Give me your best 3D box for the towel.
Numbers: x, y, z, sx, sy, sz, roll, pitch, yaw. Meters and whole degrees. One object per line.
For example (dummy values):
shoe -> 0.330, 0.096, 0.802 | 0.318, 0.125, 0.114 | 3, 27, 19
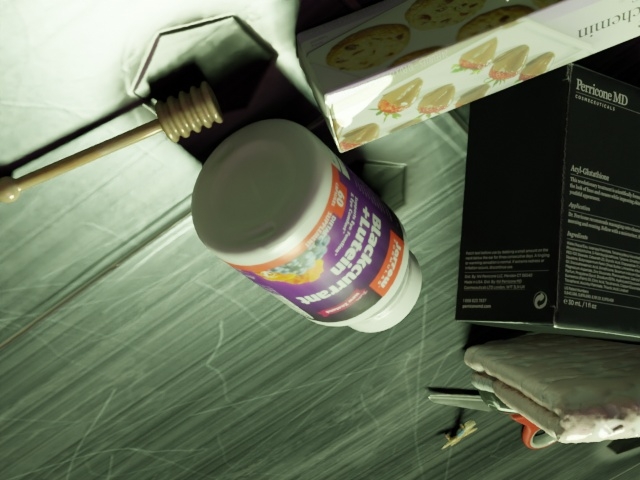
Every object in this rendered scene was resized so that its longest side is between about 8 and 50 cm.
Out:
towel -> 0.326, 0.115, 1.017 | 0.332, 0.053, 0.317 | -9, -177, -7

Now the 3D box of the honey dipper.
honey dipper -> -0.143, -0.062, 0.733 | 0.161, 0.030, 0.030 | -21, 145, 5

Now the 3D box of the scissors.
scissors -> 0.235, 0.186, 1.278 | 0.109, 0.021, 0.297 | -35, 142, 20

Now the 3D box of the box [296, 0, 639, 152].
box -> 0.145, -0.155, 0.737 | 0.324, 0.067, 0.063 | -21, 145, -2

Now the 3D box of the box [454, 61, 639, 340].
box -> 0.233, -0.014, 0.855 | 0.261, 0.184, 0.103 | 11, 174, -38

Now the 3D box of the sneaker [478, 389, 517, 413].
sneaker -> 0.257, 0.157, 1.209 | 0.178, 0.072, 0.077 | -9, 153, -10

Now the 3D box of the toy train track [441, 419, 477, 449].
toy train track -> 0.160, 0.218, 1.269 | 0.048, 0.014, 0.083 | -25, 162, -18

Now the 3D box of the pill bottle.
pill bottle -> 0.000, 0.000, 0.821 | 0.108, 0.108, 0.193 | -33, 144, 14
